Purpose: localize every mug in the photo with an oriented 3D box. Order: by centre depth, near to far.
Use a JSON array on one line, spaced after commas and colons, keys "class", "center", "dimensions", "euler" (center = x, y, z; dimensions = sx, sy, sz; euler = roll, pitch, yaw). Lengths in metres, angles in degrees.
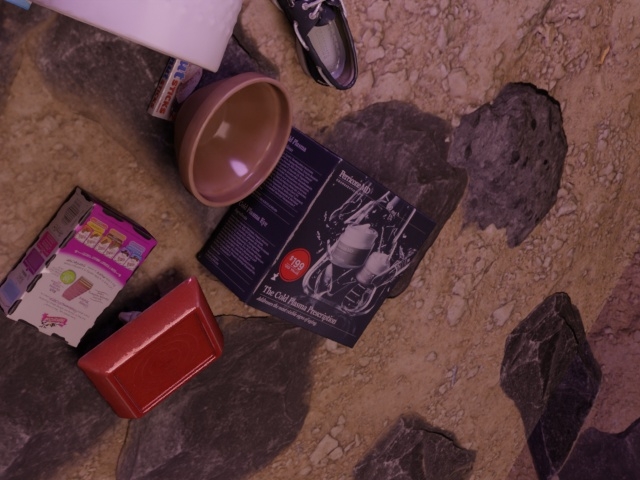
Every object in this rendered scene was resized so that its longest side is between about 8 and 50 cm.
[{"class": "mug", "center": [-0.248, -0.438, 1.230], "dimensions": [0.374, 0.276, 0.327], "euler": [15, 99, -40]}]

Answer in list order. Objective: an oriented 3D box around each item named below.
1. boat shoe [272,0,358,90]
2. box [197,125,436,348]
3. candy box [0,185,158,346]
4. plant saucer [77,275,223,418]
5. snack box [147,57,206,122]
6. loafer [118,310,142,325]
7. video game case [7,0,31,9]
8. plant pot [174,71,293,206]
[{"class": "boat shoe", "center": [-0.005, -0.388, 1.603], "dimensions": [0.114, 0.091, 0.302], "euler": [-42, 137, -11]}, {"class": "box", "center": [0.000, 0.000, 1.811], "dimensions": [0.343, 0.179, 0.312], "euler": [28, 97, -48]}, {"class": "candy box", "center": [-0.407, 0.047, 1.568], "dimensions": [0.233, 0.071, 0.159], "euler": [-52, 138, -1]}, {"class": "plant saucer", "center": [-0.297, 0.217, 1.757], "dimensions": [0.259, 0.048, 0.258], "euler": [-38, 150, -16]}, {"class": "snack box", "center": [-0.220, -0.280, 1.541], "dimensions": [0.064, 0.022, 0.178], "euler": [13, 109, -46]}, {"class": "loafer", "center": [-0.330, 0.157, 1.739], "dimensions": [0.125, 0.039, 0.045], "euler": [56, 49, -62]}, {"class": "video game case", "center": [-0.419, -0.413, 1.282], "dimensions": [0.119, 0.015, 0.166], "euler": [17, 106, -46]}, {"class": "plant pot", "center": [-0.164, -0.184, 1.574], "dimensions": [0.237, 0.110, 0.237], "euler": [-37, 147, -30]}]
